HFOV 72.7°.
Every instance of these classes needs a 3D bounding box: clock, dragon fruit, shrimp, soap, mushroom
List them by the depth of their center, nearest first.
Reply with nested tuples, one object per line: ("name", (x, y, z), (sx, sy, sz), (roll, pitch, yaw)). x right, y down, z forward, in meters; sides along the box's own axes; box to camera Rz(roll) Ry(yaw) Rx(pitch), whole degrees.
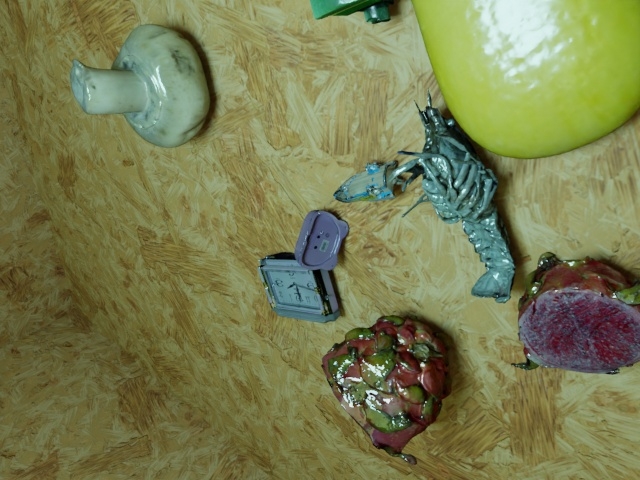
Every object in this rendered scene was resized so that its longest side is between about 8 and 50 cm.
("soap", (0.304, -0.332, 0.655), (0.306, 0.115, 0.426), (-17, 103, 39))
("dragon fruit", (0.458, 0.128, 0.788), (0.211, 0.147, 0.282), (35, 136, 7))
("shrimp", (0.262, -0.073, 0.824), (0.410, 0.166, 0.221), (51, 157, -15))
("dragon fruit", (0.197, 0.310, 1.047), (0.263, 0.296, 0.314), (-46, 76, 11))
("clock", (0.000, 0.000, 1.113), (0.050, 0.110, 0.152), (34, 106, 65))
("mushroom", (-0.470, -0.392, 1.130), (0.315, 0.336, 0.313), (14, 114, 34))
("clock", (-0.059, 0.133, 1.261), (0.254, 0.083, 0.186), (1, 115, 41))

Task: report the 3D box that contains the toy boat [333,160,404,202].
("toy boat", (0.095, -0.124, 0.998), (0.210, 0.066, 0.084), (-11, 73, 53))

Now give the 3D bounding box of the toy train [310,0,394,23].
("toy train", (0.042, -0.512, 0.713), (0.120, 0.202, 0.300), (-3, 112, 37))
